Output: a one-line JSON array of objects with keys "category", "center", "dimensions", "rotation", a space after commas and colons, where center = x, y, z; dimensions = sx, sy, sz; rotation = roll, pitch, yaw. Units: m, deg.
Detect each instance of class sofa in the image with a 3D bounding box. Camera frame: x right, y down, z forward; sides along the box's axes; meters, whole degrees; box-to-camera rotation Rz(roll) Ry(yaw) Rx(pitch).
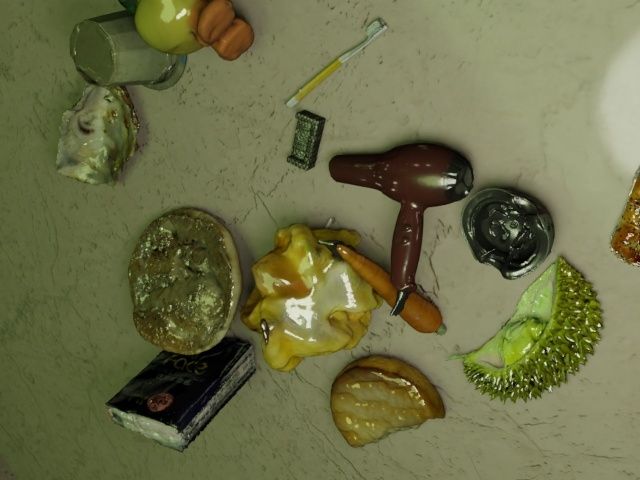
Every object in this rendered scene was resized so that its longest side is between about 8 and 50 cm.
[{"category": "sofa", "center": [-0.032, -0.216, 1.511], "dimensions": [0.060, 0.039, 0.118], "rotation": [27, 120, 21]}]

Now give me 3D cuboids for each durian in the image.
[{"category": "durian", "center": [0.418, 0.206, 1.380], "dimensions": [0.355, 0.157, 0.169], "rotation": [-53, 42, 34]}]

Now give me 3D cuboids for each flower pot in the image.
[{"category": "flower pot", "center": [-0.448, -0.430, 1.590], "dimensions": [0.212, 0.202, 0.212], "rotation": [15, 118, 30]}]

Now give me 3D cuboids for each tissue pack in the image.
[{"category": "tissue pack", "center": [-0.341, 0.355, 1.749], "dimensions": [0.245, 0.332, 0.123], "rotation": [10, 123, 27]}]

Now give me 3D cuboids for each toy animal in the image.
[{"category": "toy animal", "center": [-0.312, -0.496, 1.460], "dimensions": [0.338, 0.216, 0.191], "rotation": [45, 100, 17]}]

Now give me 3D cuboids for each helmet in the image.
[{"category": "helmet", "center": [0.362, -0.022, 1.306], "dimensions": [0.177, 0.107, 0.153], "rotation": [43, 130, 32]}]

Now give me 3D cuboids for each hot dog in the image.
[{"category": "hot dog", "center": [0.570, -0.041, 1.197], "dimensions": [0.108, 0.059, 0.191], "rotation": [25, 122, 26]}]

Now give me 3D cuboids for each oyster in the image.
[{"category": "oyster", "center": [-0.538, -0.286, 1.775], "dimensions": [0.204, 0.111, 0.396], "rotation": [28, 122, -1]}]

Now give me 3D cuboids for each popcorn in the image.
[{"category": "popcorn", "center": [-0.027, 0.110, 1.520], "dimensions": [0.315, 0.281, 0.297], "rotation": [-22, 92, -4]}]

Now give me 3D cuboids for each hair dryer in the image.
[{"category": "hair dryer", "center": [0.132, -0.023, 1.370], "dimensions": [0.312, 0.123, 0.340], "rotation": [3, 79, 39]}]

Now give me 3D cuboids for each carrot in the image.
[{"category": "carrot", "center": [0.147, 0.105, 1.438], "dimensions": [0.336, 0.069, 0.069], "rotation": [38, 130, -24]}]

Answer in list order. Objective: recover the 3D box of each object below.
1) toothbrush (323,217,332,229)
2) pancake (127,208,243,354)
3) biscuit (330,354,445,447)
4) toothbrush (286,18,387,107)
[{"category": "toothbrush", "center": [0.000, 0.000, 1.594], "dimensions": [0.013, 0.011, 0.131], "rotation": [25, 122, -3]}, {"category": "pancake", "center": [-0.342, 0.103, 1.758], "dimensions": [0.387, 0.082, 0.387], "rotation": [-2, 86, 34]}, {"category": "biscuit", "center": [0.140, 0.361, 1.600], "dimensions": [0.274, 0.091, 0.213], "rotation": [-23, 98, 38]}, {"category": "toothbrush", "center": [0.025, -0.357, 1.431], "dimensions": [0.288, 0.021, 0.024], "rotation": [-33, 79, 36]}]
